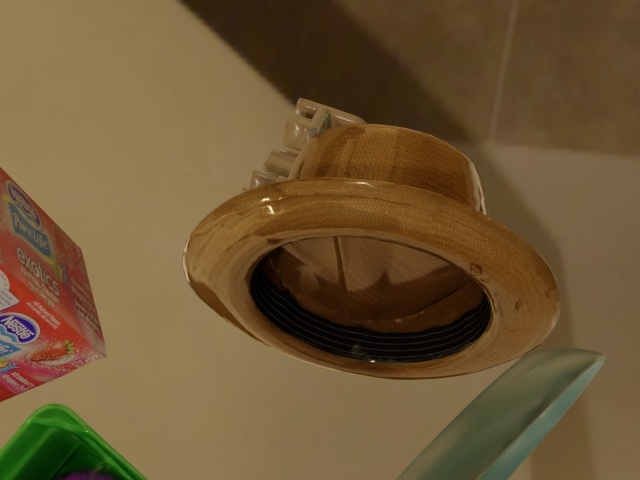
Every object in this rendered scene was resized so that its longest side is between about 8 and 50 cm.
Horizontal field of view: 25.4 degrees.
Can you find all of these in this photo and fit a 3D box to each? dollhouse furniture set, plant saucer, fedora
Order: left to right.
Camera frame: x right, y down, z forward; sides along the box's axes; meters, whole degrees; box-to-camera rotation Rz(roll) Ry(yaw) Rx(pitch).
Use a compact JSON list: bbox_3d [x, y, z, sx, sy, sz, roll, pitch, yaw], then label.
[{"bbox_3d":[0.000,0.000,1.634,0.161,0.212,0.242,19,127,7],"label":"dollhouse furniture set"},{"bbox_3d":[0.028,0.000,0.685,0.194,0.079,0.194,9,152,5],"label":"fedora"},{"bbox_3d":[0.083,0.187,1.012,0.044,0.317,0.317,42,134,14],"label":"plant saucer"}]

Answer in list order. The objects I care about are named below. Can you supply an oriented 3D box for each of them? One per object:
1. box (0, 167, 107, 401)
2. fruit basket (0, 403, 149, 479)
[{"bbox_3d":[-0.288,0.023,1.134,0.128,0.122,0.257,-22,149,7],"label":"box"},{"bbox_3d":[-0.280,0.357,1.287,0.283,0.392,0.392,38,138,21],"label":"fruit basket"}]
